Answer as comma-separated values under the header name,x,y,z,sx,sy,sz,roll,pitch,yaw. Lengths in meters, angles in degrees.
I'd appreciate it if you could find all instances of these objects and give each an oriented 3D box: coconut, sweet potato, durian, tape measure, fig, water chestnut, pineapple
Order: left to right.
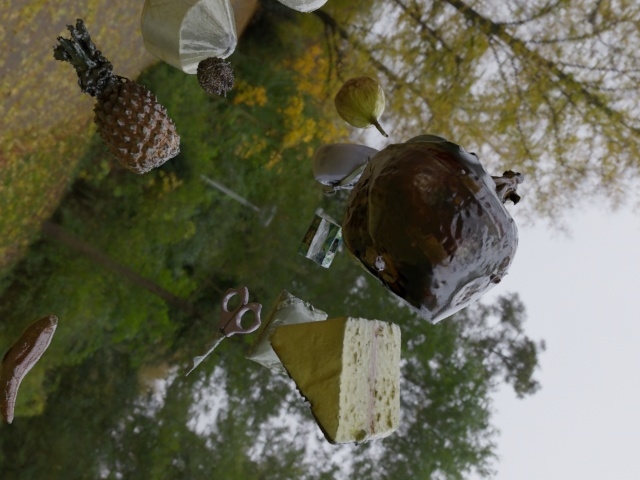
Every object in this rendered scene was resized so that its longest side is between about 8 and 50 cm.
name,x,y,z,sx,sy,sz,roll,pitch,yaw
sweet potato,-0.596,0.242,1.529,0.255,0.078,0.058,-60,163,11
pineapple,-0.462,-0.325,1.718,0.175,0.361,0.175,-27,-166,7
coconut,-0.294,-0.489,1.761,0.202,0.222,0.202,-53,158,-32
durian,-0.215,-0.337,1.572,0.080,0.091,0.080,-21,170,-4
tape measure,0.069,-0.162,1.787,0.196,0.178,0.105,27,69,-80
fig,0.147,-0.395,2.369,0.159,0.159,0.257,-52,-135,23
water chestnut,0.216,-0.043,1.356,0.347,0.335,0.335,-38,-172,-13

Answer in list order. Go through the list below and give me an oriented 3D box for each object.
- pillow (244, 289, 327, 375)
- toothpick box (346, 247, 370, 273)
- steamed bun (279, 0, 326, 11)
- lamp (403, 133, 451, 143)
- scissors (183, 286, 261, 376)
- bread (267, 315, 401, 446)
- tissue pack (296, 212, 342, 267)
name,x,y,z,sx,sy,sz,roll,pitch,yaw
pillow,-0.078,0.218,1.743,0.181,0.134,0.078,-61,-160,-4
toothpick box,0.208,0.042,2.121,0.175,0.271,0.175,-23,-133,27
steamed bun,-0.071,-0.821,2.259,0.177,0.283,0.283,-43,-163,29
lamp,0.314,-0.132,1.835,0.182,0.313,0.182,-57,169,-17
scissors,-0.201,0.186,1.496,0.212,0.021,0.110,-47,-126,4
bread,0.030,0.282,1.489,0.198,0.263,0.236,-12,-106,28
tissue pack,0.000,-0.001,1.923,0.111,0.085,0.079,-62,157,3
